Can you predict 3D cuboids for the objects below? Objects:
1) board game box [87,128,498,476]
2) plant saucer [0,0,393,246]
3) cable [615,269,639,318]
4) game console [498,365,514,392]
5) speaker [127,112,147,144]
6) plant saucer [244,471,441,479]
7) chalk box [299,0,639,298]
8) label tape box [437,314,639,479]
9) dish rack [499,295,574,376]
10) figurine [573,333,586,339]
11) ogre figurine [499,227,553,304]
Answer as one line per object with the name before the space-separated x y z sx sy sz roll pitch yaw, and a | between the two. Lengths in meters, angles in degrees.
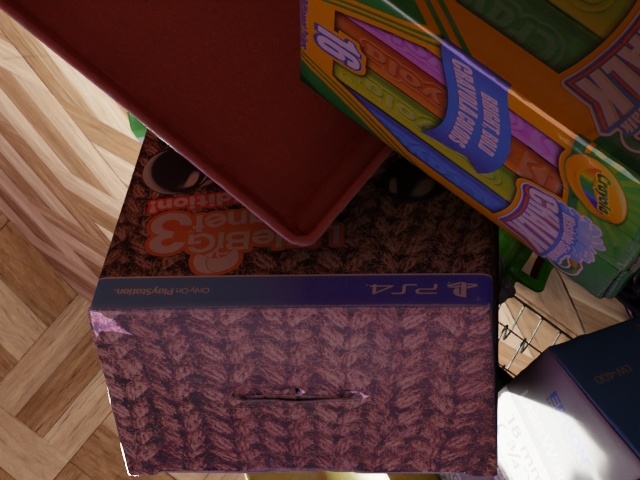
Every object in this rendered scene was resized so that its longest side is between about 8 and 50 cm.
board game box | 0.000 0.000 0.990 0.232 0.291 0.141 -1 129 7
plant saucer | -0.037 -0.155 0.926 0.259 0.258 0.048 38 156 4
cable | 0.293 0.057 1.202 0.150 0.047 0.184 32 169 46
game console | 0.133 0.240 1.386 0.386 0.060 0.342 41 146 10
speaker | -0.141 -0.210 1.158 0.297 0.131 0.131 63 161 -11
plant saucer | 0.025 0.195 1.263 0.333 0.081 0.333 102 154 -44
chalk box | 0.152 -0.100 0.794 0.289 0.180 0.179 36 166 11
label tape box | 0.244 0.098 0.977 0.106 0.240 0.334 66 156 17
dish rack | 0.169 0.152 1.484 0.271 0.208 0.074 37 154 15
figurine | 0.310 0.157 1.286 0.215 0.092 0.209 36 172 2
ogre figurine | 0.143 0.025 1.315 0.097 0.118 0.197 37 165 26
